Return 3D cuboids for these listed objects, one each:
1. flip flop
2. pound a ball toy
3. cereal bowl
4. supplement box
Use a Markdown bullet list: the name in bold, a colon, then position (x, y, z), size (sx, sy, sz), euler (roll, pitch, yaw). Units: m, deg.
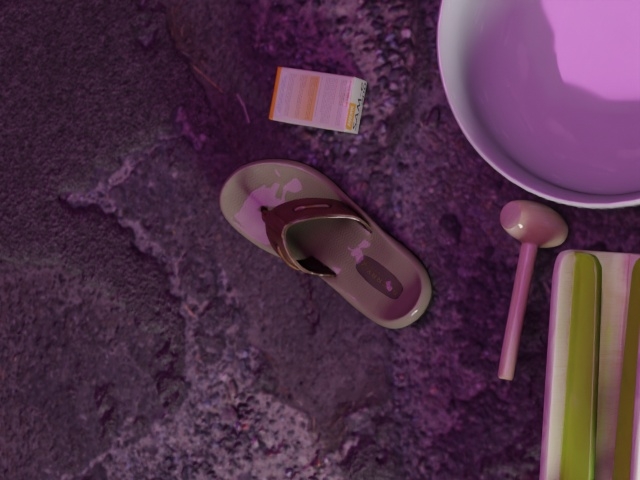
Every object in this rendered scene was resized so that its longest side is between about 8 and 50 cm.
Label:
- **flip flop**: position (0.000, 0.000, 1.628), size (0.277, 0.080, 0.112), euler (38, 103, 22)
- **pound a ball toy**: position (0.285, 0.122, 1.480), size (0.208, 0.135, 0.319), euler (3, 89, 51)
- **cereal bowl**: position (0.292, -0.197, 1.466), size (0.339, 0.141, 0.339), euler (-1, 88, 25)
- **supplement box**: position (-0.003, -0.157, 1.661), size (0.098, 0.036, 0.062), euler (12, 92, 25)
